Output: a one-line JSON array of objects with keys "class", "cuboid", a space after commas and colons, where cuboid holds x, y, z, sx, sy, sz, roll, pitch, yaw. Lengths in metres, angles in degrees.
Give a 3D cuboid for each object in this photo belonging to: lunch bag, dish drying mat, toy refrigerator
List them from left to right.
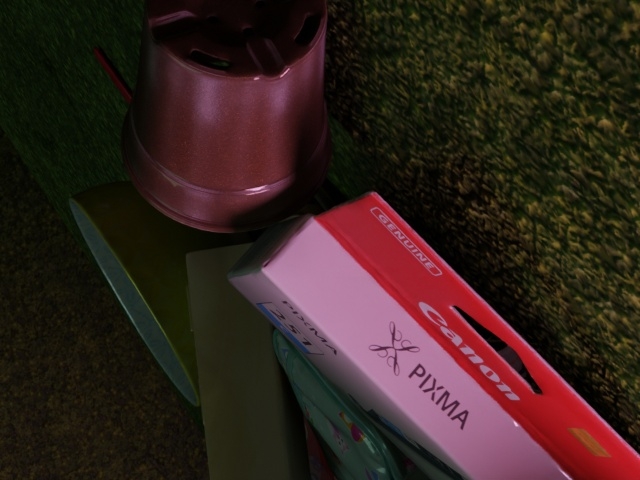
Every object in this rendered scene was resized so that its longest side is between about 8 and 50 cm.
[{"class": "dish drying mat", "cuboid": [-0.262, -0.209, 1.611, 0.083, 0.008, 0.032, 53, 166, 7]}, {"class": "toy refrigerator", "cuboid": [-0.077, 0.145, 1.316, 0.102, 0.094, 0.270, 38, -135, -77]}, {"class": "lunch bag", "cuboid": [0.058, 0.191, 1.252, 0.224, 0.108, 0.279, 43, 160, 40]}]

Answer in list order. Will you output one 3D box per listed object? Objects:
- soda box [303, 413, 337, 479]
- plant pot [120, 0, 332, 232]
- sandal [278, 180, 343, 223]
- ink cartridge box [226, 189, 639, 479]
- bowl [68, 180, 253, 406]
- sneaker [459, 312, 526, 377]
[{"class": "soda box", "cuboid": [-0.029, 0.264, 1.614, 0.263, 0.092, 0.083, 53, -179, -18]}, {"class": "plant pot", "cuboid": [-0.064, -0.119, 0.923, 0.167, 0.167, 0.165, 50, 155, 21]}, {"class": "sandal", "cuboid": [0.000, 0.000, 1.129, 0.219, 0.060, 0.090, 46, 162, 34]}, {"class": "ink cartridge box", "cuboid": [0.078, 0.100, 0.935, 0.296, 0.066, 0.261, 45, 165, -8]}, {"class": "bowl", "cuboid": [-0.159, 0.036, 1.507, 0.289, 0.156, 0.289, 53, 165, 21]}, {"class": "sneaker", "cuboid": [0.120, 0.087, 0.981, 0.044, 0.040, 0.109, 60, 165, -20]}]
